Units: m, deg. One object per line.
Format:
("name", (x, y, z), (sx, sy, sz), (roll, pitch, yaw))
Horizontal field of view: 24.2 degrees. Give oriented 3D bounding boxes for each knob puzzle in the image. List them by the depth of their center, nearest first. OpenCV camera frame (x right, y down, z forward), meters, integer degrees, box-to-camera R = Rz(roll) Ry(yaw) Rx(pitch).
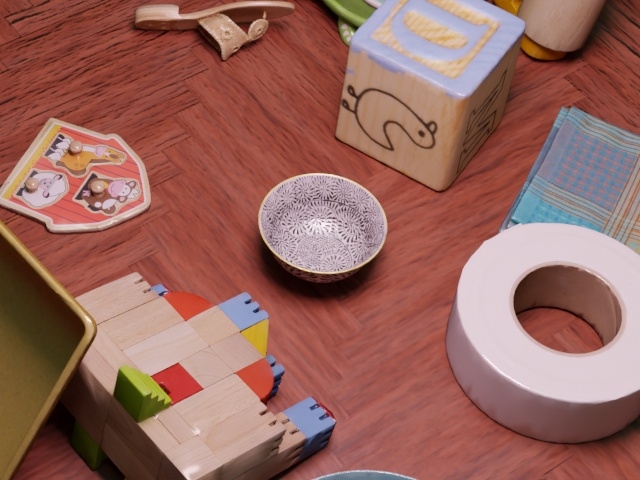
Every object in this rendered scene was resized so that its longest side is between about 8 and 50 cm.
("knob puzzle", (-0.321, -0.085, 2.035), (0.213, 0.030, 0.213), (3, 50, -4))

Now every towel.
("towel", (0.465, -0.038, 2.084), (0.370, 0.040, 0.271), (22, 53, 11))

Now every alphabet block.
("alphabet block", (0.153, -0.225, 2.097), (0.192, 0.197, 0.193), (30, 53, 18))

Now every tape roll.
("tape roll", (0.305, 0.113, 1.903), (0.286, 0.100, 0.286), (3, 51, -4))

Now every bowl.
("bowl", (0.000, 0.000, 1.970), (0.170, 0.080, 0.170), (3, 50, -4))

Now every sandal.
("sandal", (-0.157, -0.306, 2.222), (0.240, 0.088, 0.079), (-1, 82, 1))

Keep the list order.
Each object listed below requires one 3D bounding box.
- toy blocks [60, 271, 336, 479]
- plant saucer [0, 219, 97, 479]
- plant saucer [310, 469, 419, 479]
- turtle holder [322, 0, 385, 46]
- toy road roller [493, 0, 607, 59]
("toy blocks", (-0.152, 0.164, 1.780), (0.261, 0.190, 0.381), (-25, 57, -38))
("plant saucer", (-0.407, 0.118, 1.721), (0.333, 0.332, 0.081), (43, 24, 24))
("plant saucer", (0.058, 0.405, 1.672), (0.318, 0.043, 0.317), (4, 51, -5))
("turtle holder", (0.099, -0.447, 2.252), (0.320, 0.227, 0.243), (27, 54, 14))
("toy road roller", (0.397, -0.448, 2.314), (0.241, 0.202, 0.329), (-2, 50, -23))
